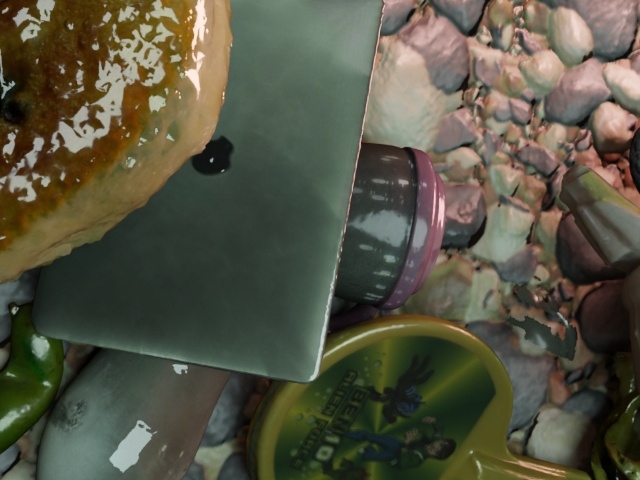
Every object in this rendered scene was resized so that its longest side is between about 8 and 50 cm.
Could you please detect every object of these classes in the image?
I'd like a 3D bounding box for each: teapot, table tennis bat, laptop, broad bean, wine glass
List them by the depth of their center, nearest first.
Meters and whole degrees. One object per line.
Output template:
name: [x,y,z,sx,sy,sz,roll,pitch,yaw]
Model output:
broad bean: [-0.243,0.129,0.744,0.070,0.048,0.213,47,73,-15]
laptop: [-0.070,-0.053,0.757,0.188,0.015,0.269,10,80,2]
wine glass: [-0.140,0.142,0.764,0.103,0.103,0.222,36,77,-24]
teapot: [0.001,-0.009,0.826,0.146,0.148,0.116,11,55,-13]
table tennis bat: [0.089,0.160,0.886,0.321,0.050,0.198,25,107,-31]

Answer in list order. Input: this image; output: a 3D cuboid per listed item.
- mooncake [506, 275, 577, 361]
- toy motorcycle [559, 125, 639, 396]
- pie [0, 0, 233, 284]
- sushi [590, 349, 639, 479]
mooncake: [0.286,-0.025,0.978,0.150,0.057,0.347,34,72,-1]
toy motorcycle: [0.315,0.065,0.878,0.223,0.108,0.340,-33,80,-16]
pie: [-0.205,-0.125,0.681,0.315,0.092,0.315,-1,94,-9]
sushi: [0.341,0.121,0.974,0.291,0.131,0.139,-39,110,-6]
